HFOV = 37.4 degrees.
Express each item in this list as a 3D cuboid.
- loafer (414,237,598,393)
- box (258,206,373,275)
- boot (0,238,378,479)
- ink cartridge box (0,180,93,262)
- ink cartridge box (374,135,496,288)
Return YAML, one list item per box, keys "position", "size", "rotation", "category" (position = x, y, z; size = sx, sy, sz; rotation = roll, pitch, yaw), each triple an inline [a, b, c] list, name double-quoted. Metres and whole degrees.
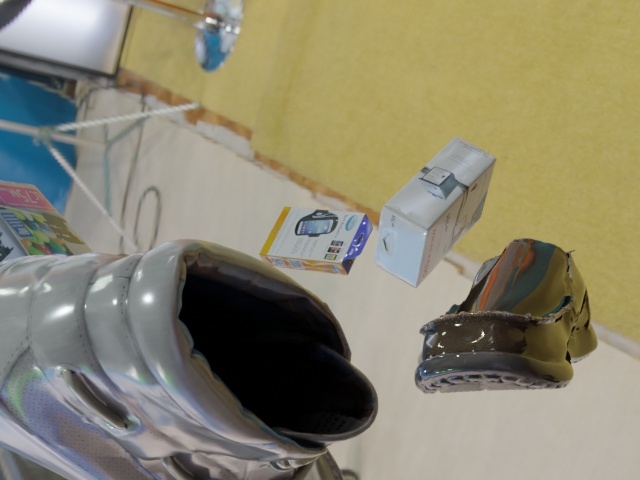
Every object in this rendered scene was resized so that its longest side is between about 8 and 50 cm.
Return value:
- position: [0.175, 0.065, 0.896]
  size: [0.134, 0.366, 0.130]
  rotation: [-6, 89, 22]
  category: "loafer"
- position: [0.000, 0.000, 1.166]
  size: [0.136, 0.028, 0.081]
  rotation: [7, 54, 29]
  category: "box"
- position: [-0.027, 0.087, 0.406]
  size: [0.123, 0.258, 0.095]
  rotation: [-9, 56, 31]
  category: "boot"
- position: [-0.335, 0.049, 1.216]
  size: [0.065, 0.186, 0.311]
  rotation: [-43, 81, 10]
  category: "ink cartridge box"
- position: [0.172, -0.043, 1.420]
  size: [0.082, 0.191, 0.139]
  rotation: [31, 145, 21]
  category: "ink cartridge box"
